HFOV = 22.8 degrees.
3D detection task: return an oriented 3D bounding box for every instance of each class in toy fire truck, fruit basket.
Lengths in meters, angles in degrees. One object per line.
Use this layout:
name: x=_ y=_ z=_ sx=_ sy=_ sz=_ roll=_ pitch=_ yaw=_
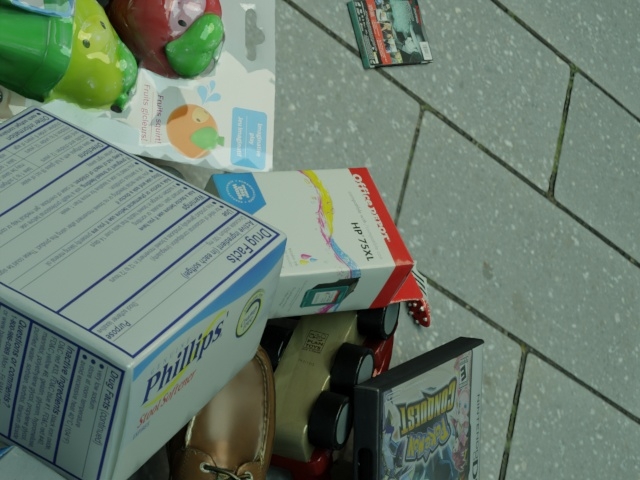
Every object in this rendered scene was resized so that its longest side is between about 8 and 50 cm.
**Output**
toy fire truck: x=0.029 y=0.183 z=1.718 sx=0.246 sy=0.158 sz=0.217 roll=77 pitch=31 yaw=-50
fruit basket: x=-0.200 y=-0.244 z=1.577 sx=0.353 sy=0.165 sz=0.327 roll=8 pitch=70 yaw=-19

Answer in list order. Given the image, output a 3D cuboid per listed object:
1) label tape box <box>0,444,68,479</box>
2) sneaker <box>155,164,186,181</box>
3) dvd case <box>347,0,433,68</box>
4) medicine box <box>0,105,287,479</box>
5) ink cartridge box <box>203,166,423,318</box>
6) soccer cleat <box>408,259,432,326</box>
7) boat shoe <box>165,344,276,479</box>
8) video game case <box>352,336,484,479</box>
label tape box: x=-0.288 y=0.254 z=1.312 sx=0.333 sy=0.240 sz=0.106 roll=39 pitch=54 yaw=-27
sneaker: x=-0.165 y=0.020 z=1.588 sx=0.090 sy=0.115 sz=0.232 roll=33 pitch=56 yaw=-31
dvd case: x=0.088 y=-0.260 z=1.985 sx=0.119 sy=0.013 sz=0.087 roll=-11 pitch=84 yaw=-43
medicine box: x=-0.222 y=0.041 z=1.376 sx=0.289 sy=0.149 sz=0.263 roll=27 pitch=34 yaw=15
ink cartridge box: x=0.000 y=0.000 z=1.611 sx=0.231 sy=0.078 sz=0.134 roll=-5 pitch=54 yaw=-31
soccer cleat: x=0.117 y=0.062 z=1.897 sx=0.035 sy=0.029 sz=0.083 roll=-24 pitch=89 yaw=-40
boat shoe: x=-0.096 y=0.241 z=1.511 sx=0.111 sy=0.104 sz=0.307 roll=10 pitch=90 yaw=-17
video game case: x=0.108 y=0.250 z=1.715 sx=0.275 sy=0.035 sz=0.248 roll=-16 pitch=109 yaw=-61
